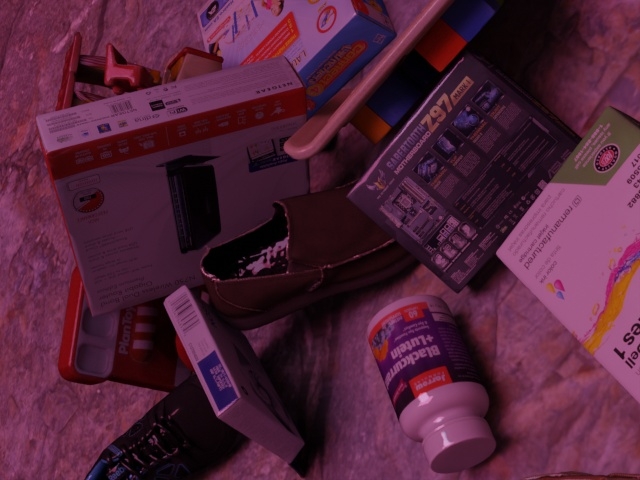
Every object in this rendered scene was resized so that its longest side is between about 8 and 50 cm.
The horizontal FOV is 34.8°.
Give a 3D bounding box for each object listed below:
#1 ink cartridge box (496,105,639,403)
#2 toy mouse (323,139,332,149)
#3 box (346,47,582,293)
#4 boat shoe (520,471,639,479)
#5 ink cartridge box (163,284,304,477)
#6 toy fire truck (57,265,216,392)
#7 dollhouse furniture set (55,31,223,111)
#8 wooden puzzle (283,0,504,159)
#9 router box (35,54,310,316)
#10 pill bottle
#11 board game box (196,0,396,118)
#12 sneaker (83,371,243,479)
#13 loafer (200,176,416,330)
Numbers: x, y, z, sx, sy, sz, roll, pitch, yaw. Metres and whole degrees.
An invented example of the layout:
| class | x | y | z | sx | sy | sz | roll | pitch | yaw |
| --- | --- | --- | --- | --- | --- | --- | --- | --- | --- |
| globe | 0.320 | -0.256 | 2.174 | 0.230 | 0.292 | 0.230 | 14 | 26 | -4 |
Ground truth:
| class | x | y | z | sx | sy | sz | roll | pitch | yaw |
| --- | --- | --- | --- | --- | --- | --- | --- | --- | --- |
| ink cartridge box | 0.339 | 0.029 | 1.007 | 0.201 | 0.117 | 0.278 | -55 | 43 | 18 |
| toy mouse | -0.025 | -0.148 | 1.495 | 0.143 | 0.161 | 0.031 | -8 | 88 | 13 |
| box | 0.171 | -0.081 | 1.209 | 0.183 | 0.059 | 0.232 | 41 | 111 | 6 |
| boat shoe | 0.302 | 0.276 | 0.952 | 0.324 | 0.120 | 0.122 | -12 | 67 | 46 |
| ink cartridge box | -0.102 | 0.191 | 1.380 | 0.045 | 0.224 | 0.223 | -38 | 48 | 4 |
| toy fire truck | -0.265 | 0.081 | 1.557 | 0.169 | 0.254 | 0.302 | -13 | 67 | 45 |
| dollhouse furniture set | -0.309 | -0.279 | 1.710 | 0.374 | 0.201 | 0.152 | 160 | 119 | -64 |
| wooden puzzle | 0.131 | -0.239 | 1.273 | 0.348 | 0.080 | 0.322 | -42 | 6 | 26 |
| router box | -0.181 | -0.069 | 1.376 | 0.301 | 0.336 | 0.082 | 87 | 161 | -45 |
| pill bottle | 0.132 | 0.168 | 1.193 | 0.108 | 0.108 | 0.193 | -44 | 47 | 28 |
| board game box | -0.051 | -0.343 | 1.612 | 0.308 | 0.086 | 0.301 | -40 | 50 | 32 |
| sneaker | -0.234 | 0.312 | 1.502 | 0.125 | 0.140 | 0.341 | 51 | 124 | 11 |
| loafer | 0.000 | 0.000 | 1.331 | 0.366 | 0.130 | 0.133 | -30 | 52 | 11 |
